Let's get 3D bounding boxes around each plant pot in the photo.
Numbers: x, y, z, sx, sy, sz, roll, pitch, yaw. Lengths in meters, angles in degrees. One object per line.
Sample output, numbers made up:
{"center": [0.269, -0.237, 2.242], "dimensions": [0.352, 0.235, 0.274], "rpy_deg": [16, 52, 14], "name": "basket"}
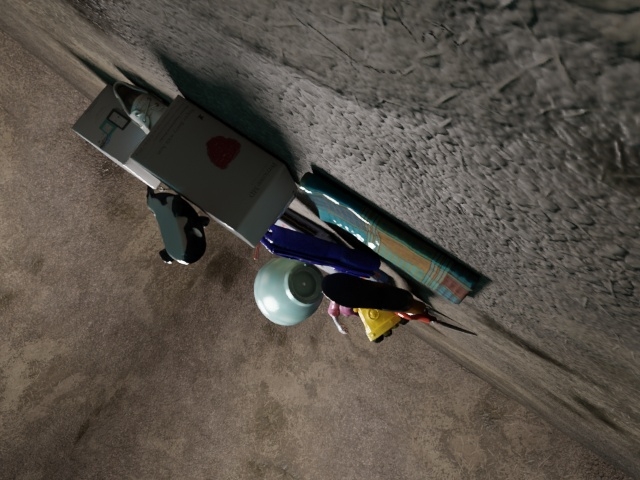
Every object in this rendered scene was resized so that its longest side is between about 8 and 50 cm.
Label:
{"center": [-0.101, 0.193, 2.380], "dimensions": [0.293, 0.293, 0.196], "rpy_deg": [37, 151, -17], "name": "plant pot"}

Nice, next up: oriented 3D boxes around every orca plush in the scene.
{"center": [-0.297, -0.031, 1.265], "dimensions": [0.102, 0.151, 0.287], "rpy_deg": [2, -169, -34], "name": "orca plush"}

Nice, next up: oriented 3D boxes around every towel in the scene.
{"center": [0.132, 0.005, 1.144], "dimensions": [0.370, 0.040, 0.271], "rpy_deg": [34, 175, 14], "name": "towel"}
{"center": [-0.014, 0.030, 1.563], "dimensions": [0.308, 0.076, 0.227], "rpy_deg": [17, 179, -16], "name": "towel"}

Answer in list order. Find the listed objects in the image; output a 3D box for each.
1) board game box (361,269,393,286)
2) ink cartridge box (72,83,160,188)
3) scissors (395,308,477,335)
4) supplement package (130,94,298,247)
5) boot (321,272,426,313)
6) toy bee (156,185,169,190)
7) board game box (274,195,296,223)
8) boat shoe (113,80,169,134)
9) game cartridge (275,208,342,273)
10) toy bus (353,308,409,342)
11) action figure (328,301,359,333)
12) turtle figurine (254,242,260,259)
{"center": [0.162, 0.111, 1.848], "dimensions": [0.136, 0.035, 0.201], "rpy_deg": [33, 174, 19], "name": "board game box"}
{"center": [-0.626, -0.343, 1.921], "dimensions": [0.270, 0.197, 0.198], "rpy_deg": [33, 173, 23], "name": "ink cartridge box"}
{"center": [0.337, 0.247, 1.746], "dimensions": [0.109, 0.021, 0.297], "rpy_deg": [-2, -167, -26], "name": "scissors"}
{"center": [-0.225, -0.148, 1.270], "dimensions": [0.293, 0.177, 0.175], "rpy_deg": [34, 174, 12], "name": "supplement package"}
{"center": [0.160, 0.159, 1.695], "dimensions": [0.264, 0.096, 0.280], "rpy_deg": [2, 172, 18], "name": "boot"}
{"center": [-0.392, -0.209, 1.994], "dimensions": [0.298, 0.162, 0.195], "rpy_deg": [1, -145, -38], "name": "toy bee"}
{"center": [-0.119, -0.096, 1.523], "dimensions": [0.090, 0.090, 0.020], "rpy_deg": [28, 167, 50], "name": "board game box"}
{"center": [-0.444, -0.329, 1.481], "dimensions": [0.277, 0.098, 0.096], "rpy_deg": [34, 175, 30], "name": "boat shoe"}
{"center": [-0.038, 0.004, 1.856], "dimensions": [0.294, 0.060, 0.196], "rpy_deg": [32, 164, 41], "name": "game cartridge"}
{"center": [0.207, 0.227, 2.012], "dimensions": [0.211, 0.149, 0.220], "rpy_deg": [54, -158, 15], "name": "toy bus"}
{"center": [0.132, 0.200, 2.278], "dimensions": [0.276, 0.248, 0.370], "rpy_deg": [62, -175, 20], "name": "action figure"}
{"center": [-0.215, -0.082, 1.713], "dimensions": [0.217, 0.087, 0.270], "rpy_deg": [-44, -60, -79], "name": "turtle figurine"}
